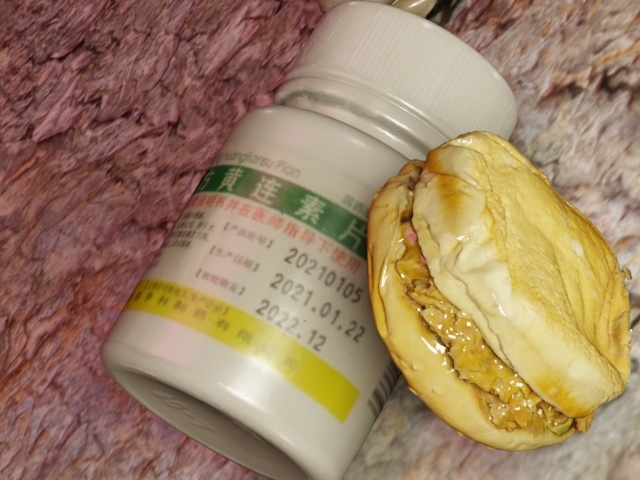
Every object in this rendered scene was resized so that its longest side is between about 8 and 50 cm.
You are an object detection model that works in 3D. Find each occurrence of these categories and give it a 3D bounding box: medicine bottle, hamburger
[{"bbox_3d":[0.000,0.000,1.487,0.208,0.208,0.339,0,57,59],"label":"medicine bottle"},{"bbox_3d":[0.118,0.034,1.260,0.108,0.214,0.213,-33,31,32],"label":"hamburger"}]

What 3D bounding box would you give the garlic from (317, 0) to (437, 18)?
[{"bbox_3d":[0.078,-0.248,1.803,0.194,0.127,0.131,6,55,39],"label":"garlic"}]
